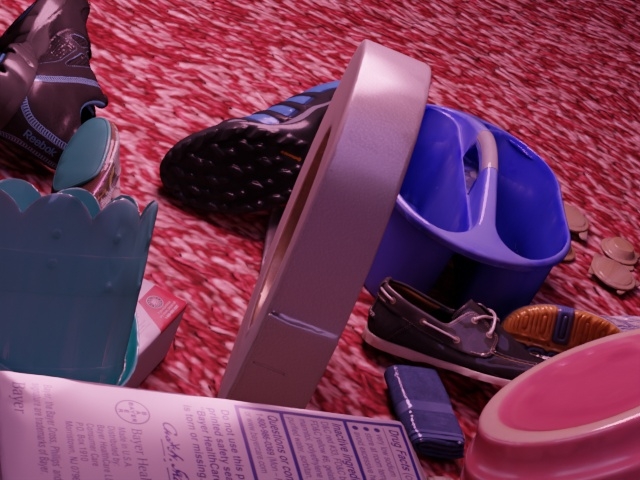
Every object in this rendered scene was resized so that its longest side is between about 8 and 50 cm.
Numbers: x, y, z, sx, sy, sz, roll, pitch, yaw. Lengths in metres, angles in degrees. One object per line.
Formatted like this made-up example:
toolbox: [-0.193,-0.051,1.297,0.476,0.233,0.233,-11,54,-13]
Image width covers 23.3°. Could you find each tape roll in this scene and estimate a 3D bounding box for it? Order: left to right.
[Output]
tape roll: [0.000,0.000,1.474,0.072,0.392,0.392,22,30,-5]

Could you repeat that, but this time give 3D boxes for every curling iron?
curling iron: [-0.033,-0.030,1.842,0.068,0.035,0.274,24,30,0]

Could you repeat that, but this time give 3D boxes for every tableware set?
tableware set: [0.358,0.010,2.075,0.168,0.020,0.141,31,33,8]

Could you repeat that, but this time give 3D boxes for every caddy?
caddy: [0.169,-0.043,1.867,0.241,0.179,0.341,19,30,-11]

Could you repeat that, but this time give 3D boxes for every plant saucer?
plant saucer: [0.283,0.170,1.501,0.332,0.332,0.084,-40,110,-57]

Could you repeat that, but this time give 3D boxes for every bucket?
bucket: [-0.278,0.039,1.309,0.281,0.183,0.281,7,3,0]

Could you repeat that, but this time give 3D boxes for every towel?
towel: [0.107,0.179,1.622,0.067,0.029,0.119,11,33,-22]

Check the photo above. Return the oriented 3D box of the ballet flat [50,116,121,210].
ballet flat: [-0.250,-0.037,1.662,0.079,0.076,0.221,57,27,-35]

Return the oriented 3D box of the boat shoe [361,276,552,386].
boat shoe: [0.165,0.106,1.689,0.233,0.079,0.084,18,10,6]

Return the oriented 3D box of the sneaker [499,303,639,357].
sneaker: [0.332,0.135,1.804,0.296,0.112,0.131,15,10,-13]

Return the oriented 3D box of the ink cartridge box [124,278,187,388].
ink cartridge box: [-0.237,0.071,1.503,0.175,0.072,0.127,29,31,7]

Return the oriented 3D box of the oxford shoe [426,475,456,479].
oxford shoe: [0.120,0.350,1.241,0.130,0.169,0.449,23,25,-5]

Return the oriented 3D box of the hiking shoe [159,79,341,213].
hiking shoe: [-0.039,-0.112,1.827,0.304,0.113,0.132,-14,15,1]

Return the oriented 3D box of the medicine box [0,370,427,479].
medicine box: [-0.101,0.241,0.989,0.289,0.263,0.149,10,34,-22]

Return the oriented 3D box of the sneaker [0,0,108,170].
sneaker: [-0.323,-0.194,1.847,0.139,0.125,0.341,40,28,-18]
